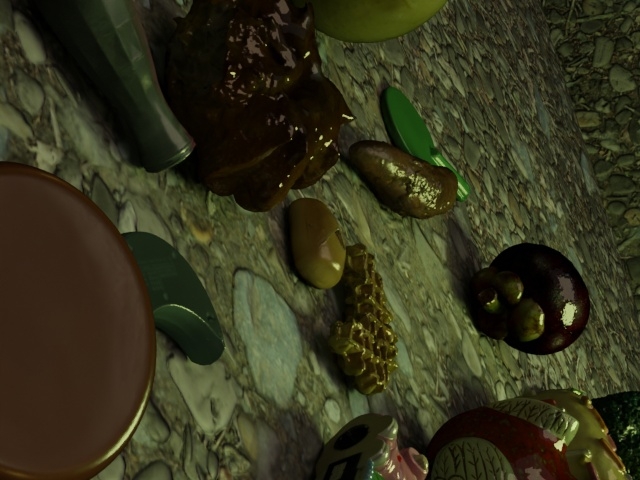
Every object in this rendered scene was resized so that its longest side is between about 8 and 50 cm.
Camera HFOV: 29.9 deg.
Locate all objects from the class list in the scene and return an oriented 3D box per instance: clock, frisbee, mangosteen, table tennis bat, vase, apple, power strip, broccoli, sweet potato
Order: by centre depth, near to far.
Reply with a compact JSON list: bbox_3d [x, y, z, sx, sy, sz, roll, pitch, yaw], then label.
[{"bbox_3d":[-0.212,0.061,0.883,0.250,0.021,0.251,23,58,-45],"label":"frisbee"},{"bbox_3d":[-0.160,0.060,1.044,0.216,0.044,0.137,-3,73,-68],"label":"power strip"},{"bbox_3d":[-0.191,-0.168,1.146,0.214,0.086,0.086,63,22,-23],"label":"vase"},{"bbox_3d":[0.069,0.309,1.276,0.195,0.100,0.194,58,28,-17],"label":"clock"},{"bbox_3d":[0.065,-0.439,1.751,0.254,0.292,0.292,42,34,-44],"label":"apple"},{"bbox_3d":[0.140,-0.081,1.808,0.114,0.092,0.341,49,15,21],"label":"sweet potato"},{"bbox_3d":[0.340,0.103,1.996,0.230,0.194,0.194,-15,82,-41],"label":"mangosteen"},{"bbox_3d":[0.175,-0.154,2.026,0.257,0.039,0.160,45,30,-34],"label":"table tennis bat"},{"bbox_3d":[0.533,0.404,2.047,0.297,0.297,0.297,6,86,-65],"label":"broccoli"}]

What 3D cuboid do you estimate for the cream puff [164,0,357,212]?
[{"bbox_3d":[-0.075,-0.165,1.321,0.241,0.154,0.269,-13,88,-62],"label":"cream puff"}]

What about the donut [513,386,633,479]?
[{"bbox_3d":[0.380,0.361,1.781,0.307,0.150,0.371,66,6,18],"label":"donut"}]

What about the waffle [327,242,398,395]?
[{"bbox_3d":[0.048,0.101,1.473,0.149,0.051,0.194,63,24,-22],"label":"waffle"}]

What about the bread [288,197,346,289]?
[{"bbox_3d":[0.000,0.000,1.450,0.082,0.056,0.115,47,30,-43],"label":"bread"}]

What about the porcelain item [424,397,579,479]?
[{"bbox_3d":[0.256,0.324,1.511,0.253,0.253,0.253,49,29,-39],"label":"porcelain item"}]
